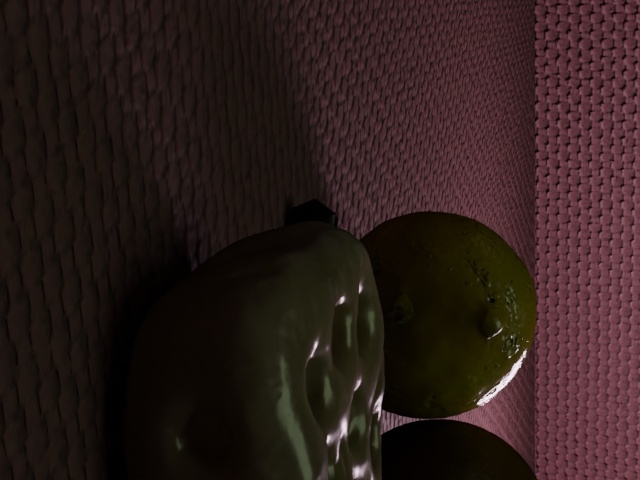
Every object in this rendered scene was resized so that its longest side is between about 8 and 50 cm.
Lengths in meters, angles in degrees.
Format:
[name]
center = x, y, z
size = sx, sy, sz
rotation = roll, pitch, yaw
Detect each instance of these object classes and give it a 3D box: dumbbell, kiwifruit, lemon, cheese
[dumbbell]
center = 0.000, 0.000, 1.170
size = 0.036, 0.040, 0.083
rotation = -51, 159, -9
[kiwifruit]
center = 0.085, 0.248, 1.244
size = 0.234, 0.196, 0.196
rotation = -54, 145, -63
[lemon]
center = 0.090, 0.060, 1.277
size = 0.206, 0.173, 0.174
rotation = -98, -171, -83
[cheese]
center = -0.030, 0.093, 0.886
size = 0.235, 0.117, 0.218
rotation = 74, 21, -50
